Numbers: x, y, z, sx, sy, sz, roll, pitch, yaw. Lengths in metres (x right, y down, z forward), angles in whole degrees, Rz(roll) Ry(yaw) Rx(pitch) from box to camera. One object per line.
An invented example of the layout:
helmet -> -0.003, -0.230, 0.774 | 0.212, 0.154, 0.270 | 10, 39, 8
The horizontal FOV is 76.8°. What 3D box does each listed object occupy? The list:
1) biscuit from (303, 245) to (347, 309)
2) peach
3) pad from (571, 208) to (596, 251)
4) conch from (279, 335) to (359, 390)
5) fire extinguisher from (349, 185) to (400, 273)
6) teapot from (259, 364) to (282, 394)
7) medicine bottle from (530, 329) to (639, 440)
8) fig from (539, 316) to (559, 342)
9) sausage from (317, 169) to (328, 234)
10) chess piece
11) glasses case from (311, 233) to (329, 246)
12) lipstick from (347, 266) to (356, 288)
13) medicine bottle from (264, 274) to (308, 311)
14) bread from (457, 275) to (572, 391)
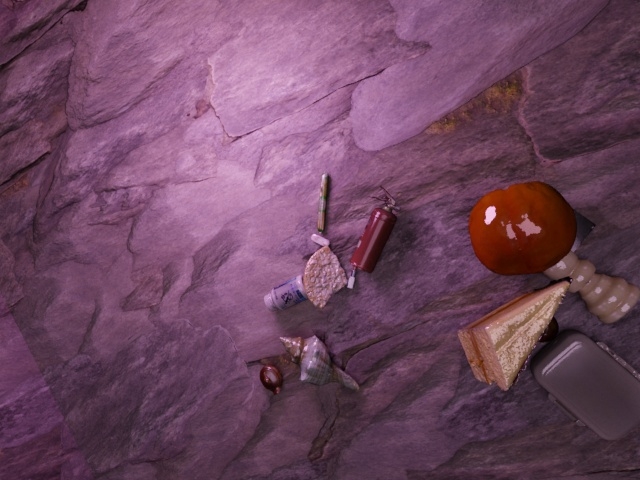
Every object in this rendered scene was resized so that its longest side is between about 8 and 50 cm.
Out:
biscuit -> 0.021, 0.155, 1.685 | 0.188, 0.040, 0.266 | 13, 79, -14
peach -> 0.695, -0.031, 1.398 | 0.342, 0.343, 0.302 | -13, 78, 14
pad -> 0.873, -0.064, 1.514 | 0.243, 0.004, 0.164 | 37, 102, 8
conch -> -0.022, 0.536, 1.702 | 0.386, 0.169, 0.203 | 46, 128, 8
fire extinguisher -> 0.211, -0.048, 1.619 | 0.147, 0.106, 0.337 | 23, 99, -1
teapot -> -0.221, 0.621, 1.797 | 0.098, 0.078, 0.129 | -29, 88, 14
medicine bottle -> 0.984, 0.523, 1.475 | 0.375, 0.123, 0.282 | 42, 101, 6
fig -> 0.815, 0.303, 1.509 | 0.109, 0.103, 0.155 | -38, 94, -9
sausage -> 0.009, -0.159, 1.699 | 0.032, 0.033, 0.269 | 6, 96, 13
chess piece -> 0.942, 0.139, 1.444 | 0.299, 0.167, 0.167 | 39, 102, 12
glasses case -> 0.000, 0.000, 1.721 | 0.083, 0.021, 0.032 | 27, 98, 10
lipstick -> 0.137, 0.148, 1.699 | 0.025, 0.025, 0.107 | 13, 93, 12
medicine bottle -> -0.140, 0.232, 1.730 | 0.191, 0.107, 0.107 | -27, 88, 14
bread -> 0.705, 0.331, 1.436 | 0.404, 0.345, 0.242 | -30, 80, 7
